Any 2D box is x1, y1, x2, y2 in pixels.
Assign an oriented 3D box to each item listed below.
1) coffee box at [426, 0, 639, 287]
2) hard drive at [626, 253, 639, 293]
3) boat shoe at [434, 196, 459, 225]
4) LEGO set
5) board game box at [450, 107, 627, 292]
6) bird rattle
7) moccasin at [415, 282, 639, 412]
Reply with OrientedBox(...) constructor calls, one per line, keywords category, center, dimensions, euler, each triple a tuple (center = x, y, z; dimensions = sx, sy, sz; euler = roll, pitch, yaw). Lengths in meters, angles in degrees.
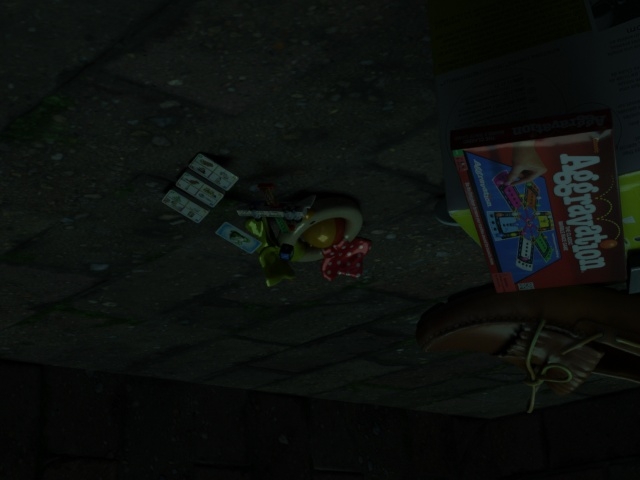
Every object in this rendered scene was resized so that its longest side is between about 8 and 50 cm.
OrientedBox(category="coffee box", center=(0.342, -0.154, 1.197), dimensions=(0.338, 0.334, 0.338), euler=(-13, 156, 23))
OrientedBox(category="hard drive", center=(0.425, 0.030, 1.186), dimensions=(0.135, 0.022, 0.094), euler=(-10, 158, 12))
OrientedBox(category="boat shoe", center=(0.304, -0.052, 1.873), dimensions=(0.183, 0.065, 0.083), euler=(-9, 158, 12))
OrientedBox(category="LEGO set", center=(-0.128, -0.058, 1.745), dimensions=(0.244, 0.060, 0.182), euler=(31, 145, -13))
OrientedBox(category="board game box", center=(0.227, -0.029, 1.027), dimensions=(0.145, 0.027, 0.281), euler=(-8, 147, 15))
OrientedBox(category="bird rattle", center=(0.000, 0.000, 1.893), dimensions=(0.254, 0.143, 0.207), euler=(4, 142, -28))
OrientedBox(category="moccasin", center=(0.303, 0.133, 1.267), dimensions=(0.380, 0.146, 0.139), euler=(7, 158, -18))
